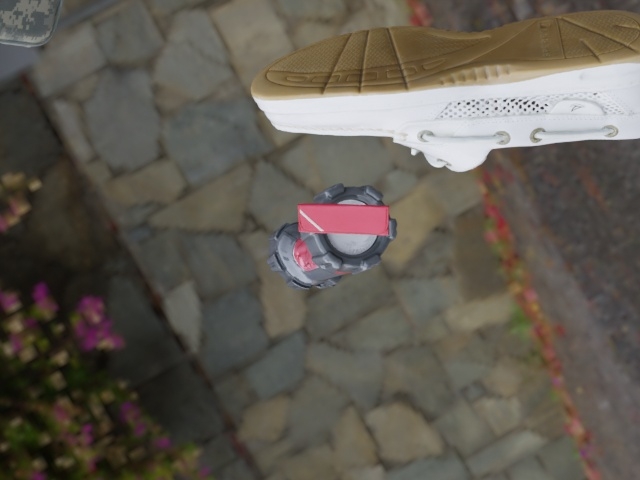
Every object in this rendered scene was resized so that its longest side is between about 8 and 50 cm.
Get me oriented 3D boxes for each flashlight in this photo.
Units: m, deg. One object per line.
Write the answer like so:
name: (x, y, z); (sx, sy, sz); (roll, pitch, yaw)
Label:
flashlight: (0.000, 0.000, 1.892); (0.304, 0.103, 0.103); (161, 107, -74)

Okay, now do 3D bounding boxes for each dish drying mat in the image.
dish drying mat: (0.021, -0.019, 1.485); (0.008, 0.083, 0.032); (-78, -11, -58)

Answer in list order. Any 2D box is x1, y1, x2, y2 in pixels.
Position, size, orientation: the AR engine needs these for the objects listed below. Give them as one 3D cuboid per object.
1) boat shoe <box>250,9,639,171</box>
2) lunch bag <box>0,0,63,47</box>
boat shoe: (0.092, -0.089, 1.102); (0.098, 0.277, 0.096); (-76, -20, -53)
lunch bag: (-0.518, -0.390, 2.140); (0.256, 0.305, 0.212); (24, 107, 43)
